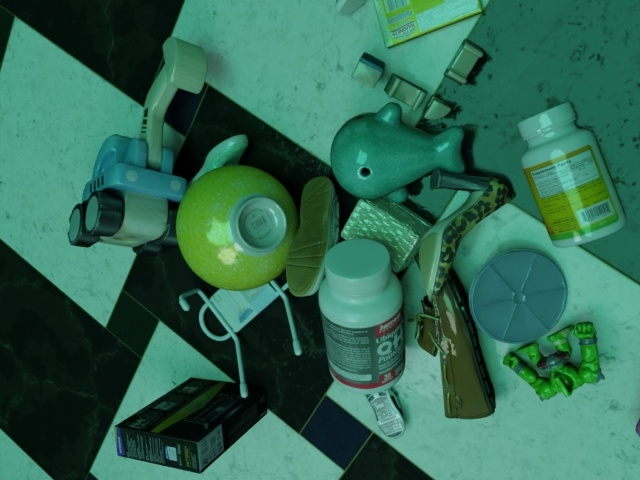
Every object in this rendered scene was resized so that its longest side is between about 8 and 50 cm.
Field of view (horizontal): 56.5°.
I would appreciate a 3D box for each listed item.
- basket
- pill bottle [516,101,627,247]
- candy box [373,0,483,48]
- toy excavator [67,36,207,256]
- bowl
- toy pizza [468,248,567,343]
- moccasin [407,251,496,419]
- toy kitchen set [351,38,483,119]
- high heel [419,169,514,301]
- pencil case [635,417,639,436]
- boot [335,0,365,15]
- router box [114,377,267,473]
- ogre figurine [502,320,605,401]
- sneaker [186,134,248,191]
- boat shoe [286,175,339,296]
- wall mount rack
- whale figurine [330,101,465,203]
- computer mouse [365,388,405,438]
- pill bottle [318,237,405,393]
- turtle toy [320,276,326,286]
[{"bbox_3d":[0.143,-0.020,1.290,0.167,0.103,0.113,34,114,13],"label":"basket"},{"bbox_3d":[0.457,-0.123,1.106,0.136,0.136,0.246,-21,92,27],"label":"pill bottle"},{"bbox_3d":[0.214,-0.473,1.199,0.205,0.027,0.105,-13,98,27],"label":"candy box"},{"bbox_3d":[-0.426,-0.213,1.435,0.432,0.222,0.446,-15,71,50],"label":"toy excavator"},{"bbox_3d":[-0.155,-0.031,1.303,0.156,0.289,0.290,-5,102,62],"label":"bowl"},{"bbox_3d":[0.401,0.113,1.214,0.201,0.032,0.202,0,102,-1],"label":"toy pizza"},{"bbox_3d":[0.262,0.204,1.278,0.146,0.139,0.380,-14,105,18],"label":"moccasin"},{"bbox_3d":[0.194,-0.363,1.205,0.207,0.122,0.166,28,112,-5],"label":"toy kitchen set"},{"bbox_3d":[0.297,-0.003,1.181,0.186,0.093,0.261,6,91,-18],"label":"high heel"},{"bbox_3d":[0.667,0.290,1.129,0.098,0.095,0.210,3,106,-17],"label":"pencil case"},{"bbox_3d":[0.083,-0.562,1.225,0.190,0.069,0.086,-44,75,18],"label":"boot"},{"bbox_3d":[-0.313,0.448,1.486,0.242,0.309,0.081,1,101,25],"label":"router box"},{"bbox_3d":[0.478,0.251,1.204,0.197,0.097,0.118,-29,77,16],"label":"ogre figurine"},{"bbox_3d":[-0.222,-0.130,1.435,0.256,0.094,0.151,-45,76,35],"label":"sneaker"},{"bbox_3d":[0.000,0.000,1.304,0.098,0.096,0.277,-1,66,31],"label":"boat shoe"},{"bbox_3d":[-0.184,0.192,1.471,0.350,0.130,0.304,-42,83,27],"label":"wall mount rack"},{"bbox_3d":[0.151,-0.165,1.194,0.271,0.141,0.216,1,118,16],"label":"whale figurine"},{"bbox_3d":[0.143,0.375,1.414,0.106,0.042,0.193,-27,84,22],"label":"computer mouse"},{"bbox_3d":[0.088,0.158,1.253,0.176,0.176,0.319,10,131,22],"label":"pill bottle"},{"bbox_3d":[0.054,0.081,1.373,0.130,0.066,0.095,-38,85,26],"label":"turtle toy"}]
